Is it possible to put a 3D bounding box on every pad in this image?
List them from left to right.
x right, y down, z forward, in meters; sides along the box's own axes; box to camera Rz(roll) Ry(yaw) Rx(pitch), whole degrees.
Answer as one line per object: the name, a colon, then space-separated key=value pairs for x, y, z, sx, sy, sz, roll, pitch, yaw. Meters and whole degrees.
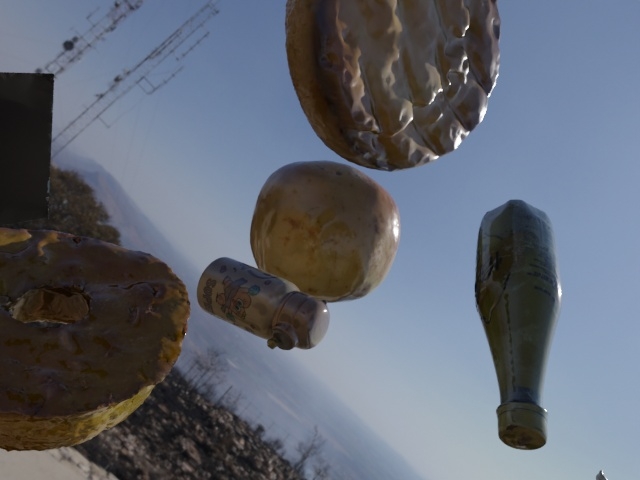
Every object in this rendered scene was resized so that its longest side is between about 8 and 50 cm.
pad: x=-0.623 y=-0.146 z=0.949 sx=0.007 sy=0.247 sz=0.367 roll=54 pitch=-44 yaw=27

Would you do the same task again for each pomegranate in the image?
pomegranate: x=0.000 y=0.000 z=1.116 sx=0.342 sy=0.342 sz=0.342 roll=41 pitch=-11 yaw=10

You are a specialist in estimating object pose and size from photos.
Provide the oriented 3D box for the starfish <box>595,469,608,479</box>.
starfish: x=0.312 y=0.363 z=0.548 sx=0.078 sy=0.358 sz=0.347 roll=41 pitch=-51 yaw=16

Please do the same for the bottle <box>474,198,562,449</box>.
bottle: x=0.189 y=0.068 z=0.505 sx=0.083 sy=0.270 sz=0.083 roll=11 pitch=-44 yaw=10

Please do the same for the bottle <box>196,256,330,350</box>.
bottle: x=-0.089 y=0.102 z=0.800 sx=0.209 sy=0.110 sz=0.097 roll=18 pitch=-52 yaw=30

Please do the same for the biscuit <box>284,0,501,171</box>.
biscuit: x=0.086 y=-0.226 z=0.593 sx=0.102 sy=0.296 sz=0.296 roll=20 pitch=-24 yaw=51

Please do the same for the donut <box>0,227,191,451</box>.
donut: x=-0.284 y=0.096 z=0.545 sx=0.277 sy=0.277 sz=0.108 roll=39 pitch=-55 yaw=21
